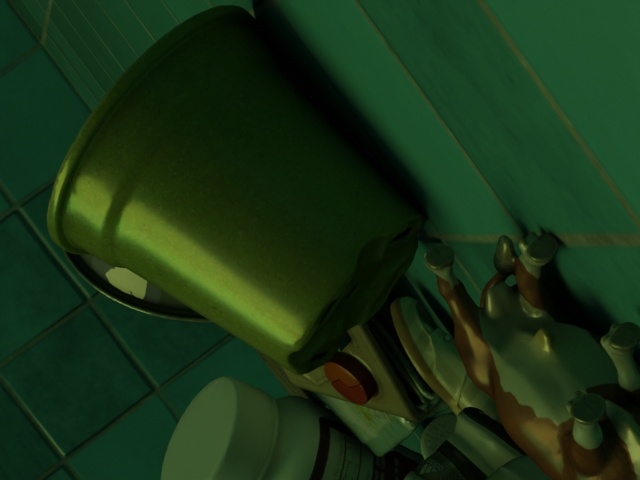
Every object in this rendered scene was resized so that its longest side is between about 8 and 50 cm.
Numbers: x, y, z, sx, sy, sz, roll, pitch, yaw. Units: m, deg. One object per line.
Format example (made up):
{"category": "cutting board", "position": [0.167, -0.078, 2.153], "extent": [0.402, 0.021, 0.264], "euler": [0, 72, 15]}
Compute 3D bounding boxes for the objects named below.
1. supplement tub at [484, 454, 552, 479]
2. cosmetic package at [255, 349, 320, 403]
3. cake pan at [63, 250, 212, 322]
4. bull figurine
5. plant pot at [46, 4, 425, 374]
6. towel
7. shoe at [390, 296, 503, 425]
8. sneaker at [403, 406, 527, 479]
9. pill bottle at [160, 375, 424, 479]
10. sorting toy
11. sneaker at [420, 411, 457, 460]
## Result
{"category": "supplement tub", "position": [0.164, 0.327, 1.407], "extent": [0.235, 0.325, 0.235], "euler": [51, 172, 10]}
{"category": "cosmetic package", "position": [-0.015, 0.150, 2.417], "extent": [0.160, 0.113, 0.309], "euler": [51, 171, 7]}
{"category": "cake pan", "position": [-0.120, -0.035, 1.724], "extent": [0.293, 0.293, 0.054], "euler": [47, 145, 37]}
{"category": "bull figurine", "position": [0.188, 0.114, 1.183], "extent": [0.310, 0.101, 0.188], "euler": [42, 163, 43]}
{"category": "plant pot", "position": [-0.056, -0.026, 1.510], "extent": [0.254, 0.276, 0.276], "euler": [38, 168, 15]}
{"category": "towel", "position": [0.015, 0.113, 2.076], "extent": [0.320, 0.090, 0.374], "euler": [48, 166, 6]}
{"category": "shoe", "position": [0.147, 0.143, 1.711], "extent": [0.219, 0.058, 0.076], "euler": [57, -168, 1]}
{"category": "sneaker", "position": [0.198, 0.391, 1.643], "extent": [0.447, 0.257, 0.169], "euler": [47, 174, -19]}
{"category": "pill bottle", "position": [-0.001, 0.344, 2.271], "extent": [0.392, 0.224, 0.224], "euler": [28, -178, -23]}
{"category": "sorting toy", "position": [-0.040, 0.102, 1.868], "extent": [0.307, 0.041, 0.229], "euler": [10, 142, 50]}
{"category": "sneaker", "position": [0.203, 0.292, 1.872], "extent": [0.240, 0.091, 0.126], "euler": [44, 169, 43]}
